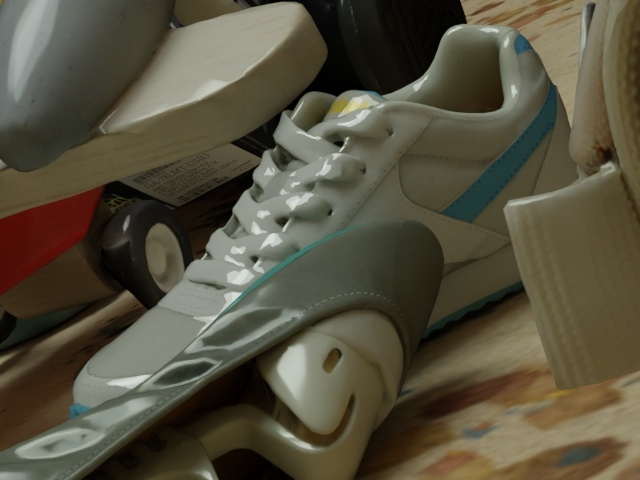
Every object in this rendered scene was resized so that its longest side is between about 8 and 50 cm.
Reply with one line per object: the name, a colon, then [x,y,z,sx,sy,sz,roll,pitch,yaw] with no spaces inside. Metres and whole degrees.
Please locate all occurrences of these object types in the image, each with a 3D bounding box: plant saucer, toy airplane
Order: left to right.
toy airplane: [-0.226,-0.031,0.750,0.386,0.272,0.384,-22,12,-17]
plant saucer: [-0.171,0.039,1.018,0.119,0.021,0.119,-23,11,5]

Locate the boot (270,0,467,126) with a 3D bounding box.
boot: [-0.037,-0.112,1.174,0.260,0.131,0.348,-19,7,11]

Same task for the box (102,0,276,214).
box: [-0.162,-0.131,1.119,0.293,0.295,0.073,-23,-34,32]

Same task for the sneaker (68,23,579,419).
sneaker: [0.000,0.000,0.619,0.229,0.092,0.087,-33,27,-32]

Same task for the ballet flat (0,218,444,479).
ballet flat: [-0.028,0.065,0.509,0.213,0.072,0.068,-30,40,-27]

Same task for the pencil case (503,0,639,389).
pencil case: [0.160,-0.078,0.503,0.184,0.159,0.410,-8,15,14]
